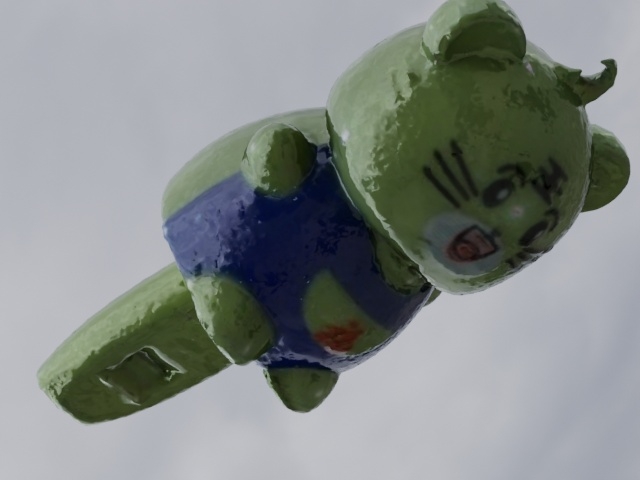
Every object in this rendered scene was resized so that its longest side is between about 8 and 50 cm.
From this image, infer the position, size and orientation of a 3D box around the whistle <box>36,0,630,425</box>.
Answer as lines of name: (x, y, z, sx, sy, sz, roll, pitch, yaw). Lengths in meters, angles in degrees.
whistle: (0.000, 0.000, 0.577, 0.227, 0.085, 0.105, -32, -47, 16)
